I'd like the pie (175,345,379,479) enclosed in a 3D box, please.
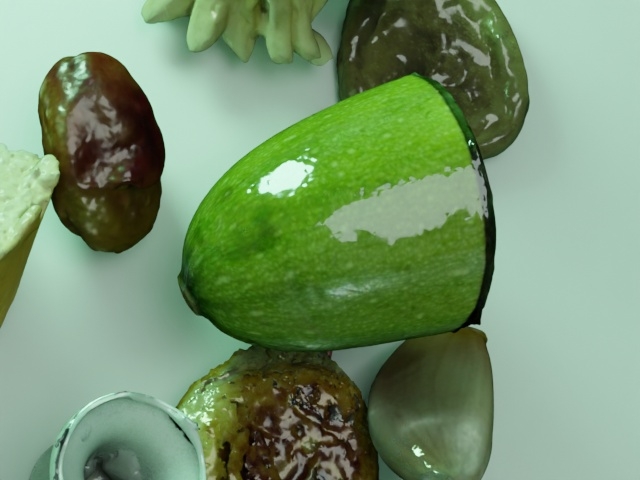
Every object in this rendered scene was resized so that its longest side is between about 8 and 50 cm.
[{"bbox_3d":[-0.058,0.257,1.811,0.308,0.085,0.308,9,72,-29],"label":"pie"}]

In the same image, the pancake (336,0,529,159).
[{"bbox_3d":[0.149,-0.229,2.070,0.294,0.049,0.294,7,70,-20],"label":"pancake"}]

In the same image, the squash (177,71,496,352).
[{"bbox_3d":[-0.009,-0.019,1.773,0.309,0.310,0.310,-8,78,-21],"label":"squash"}]

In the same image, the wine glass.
[{"bbox_3d":[-0.223,0.251,1.681,0.165,0.196,0.165,6,74,-22],"label":"wine glass"}]

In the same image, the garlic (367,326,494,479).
[{"bbox_3d":[0.132,0.196,1.856,0.143,0.112,0.318,-4,36,11],"label":"garlic"}]

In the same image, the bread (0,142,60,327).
[{"bbox_3d":[-0.396,-0.022,1.662,0.184,0.211,0.224,26,88,5],"label":"bread"}]

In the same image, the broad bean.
[{"bbox_3d":[-0.247,-0.100,1.804,0.156,0.122,0.228,2,74,-67],"label":"broad bean"}]

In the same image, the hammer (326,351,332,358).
[{"bbox_3d":[0.011,0.116,1.922,0.053,0.031,0.083,16,79,-16],"label":"hammer"}]

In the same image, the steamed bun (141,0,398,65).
[{"bbox_3d":[-0.079,-0.348,1.949,0.428,0.189,0.247,20,42,-9],"label":"steamed bun"}]
